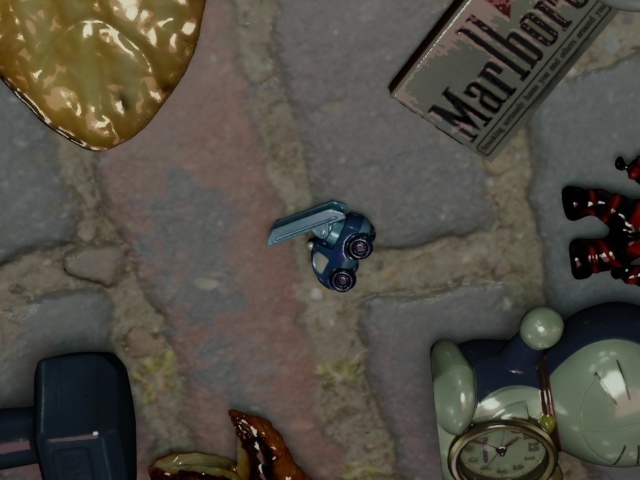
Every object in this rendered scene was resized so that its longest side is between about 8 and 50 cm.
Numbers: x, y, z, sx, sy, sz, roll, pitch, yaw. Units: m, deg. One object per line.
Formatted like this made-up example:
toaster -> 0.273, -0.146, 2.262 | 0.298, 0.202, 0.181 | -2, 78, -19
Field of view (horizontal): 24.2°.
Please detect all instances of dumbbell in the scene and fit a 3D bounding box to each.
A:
dumbbell -> -0.331, 0.185, 1.351 | 0.325, 0.160, 0.144 | -7, 86, -1

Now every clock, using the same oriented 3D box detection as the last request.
clock -> 0.224, 0.139, 1.377 | 0.243, 0.146, 0.199 | -8, 122, 4

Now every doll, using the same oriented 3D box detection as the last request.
doll -> 0.346, -0.023, 1.345 | 0.248, 0.088, 0.127 | -9, 138, 10

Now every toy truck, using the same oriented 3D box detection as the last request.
toy truck -> 0.000, 0.000, 1.341 | 0.090, 0.056, 0.073 | 25, 108, -2

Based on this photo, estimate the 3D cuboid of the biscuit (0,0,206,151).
biscuit -> -0.194, -0.195, 1.232 | 0.203, 0.041, 0.260 | -5, 118, -6

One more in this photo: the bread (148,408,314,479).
bread -> -0.044, 0.282, 1.461 | 0.139, 0.095, 0.269 | -30, 101, 8

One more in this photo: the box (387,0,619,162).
box -> 0.155, -0.165, 1.277 | 0.115, 0.036, 0.177 | 33, 109, -17

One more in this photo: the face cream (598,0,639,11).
face cream -> 0.277, -0.266, 1.195 | 0.336, 0.080, 0.163 | -9, 109, -7
